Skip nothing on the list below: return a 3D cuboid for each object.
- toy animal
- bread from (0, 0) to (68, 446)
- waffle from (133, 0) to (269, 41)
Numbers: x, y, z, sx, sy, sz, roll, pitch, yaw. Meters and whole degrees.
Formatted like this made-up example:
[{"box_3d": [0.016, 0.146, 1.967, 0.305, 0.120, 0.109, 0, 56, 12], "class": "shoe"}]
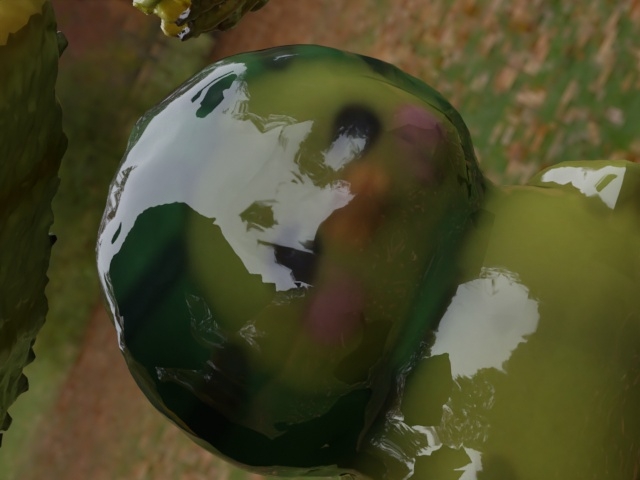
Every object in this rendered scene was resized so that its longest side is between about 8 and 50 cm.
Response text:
[{"box_3d": [0.054, 0.051, 0.843, 0.216, 0.338, 0.191, -65, 8, -24], "class": "toy animal"}, {"box_3d": [-0.252, 0.071, 0.685, 0.395, 0.239, 0.264, 110, -178, -46], "class": "bread"}, {"box_3d": [-0.023, -0.242, 1.341, 0.238, 0.059, 0.243, -48, -5, 36], "class": "waffle"}]
